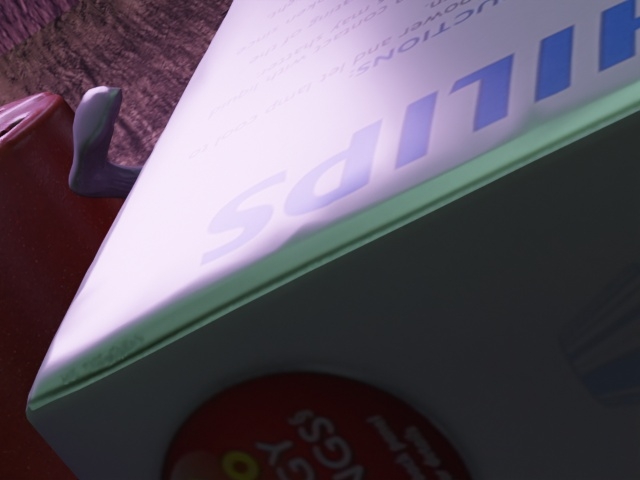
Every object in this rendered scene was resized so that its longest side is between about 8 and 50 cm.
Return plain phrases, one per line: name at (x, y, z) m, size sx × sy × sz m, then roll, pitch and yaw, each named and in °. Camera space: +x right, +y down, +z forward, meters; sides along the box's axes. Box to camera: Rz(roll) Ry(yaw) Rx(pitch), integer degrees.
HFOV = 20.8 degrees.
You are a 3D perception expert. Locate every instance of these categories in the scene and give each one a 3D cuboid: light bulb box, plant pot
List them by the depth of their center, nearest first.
light bulb box at (0.143, 0.033, 0.561) m, size 0.225 × 0.358 × 0.361 m, roll -26°, pitch 23°, yaw 25°
plant pot at (-0.170, 0.075, 1.008) m, size 0.272 × 0.265 × 0.272 m, roll -28°, pitch 16°, yaw 8°

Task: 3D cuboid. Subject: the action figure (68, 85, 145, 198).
action figure at (0.000, 0.000, 0.965) m, size 0.341 × 0.330 × 0.178 m, roll 49°, pitch 118°, yaw 33°
